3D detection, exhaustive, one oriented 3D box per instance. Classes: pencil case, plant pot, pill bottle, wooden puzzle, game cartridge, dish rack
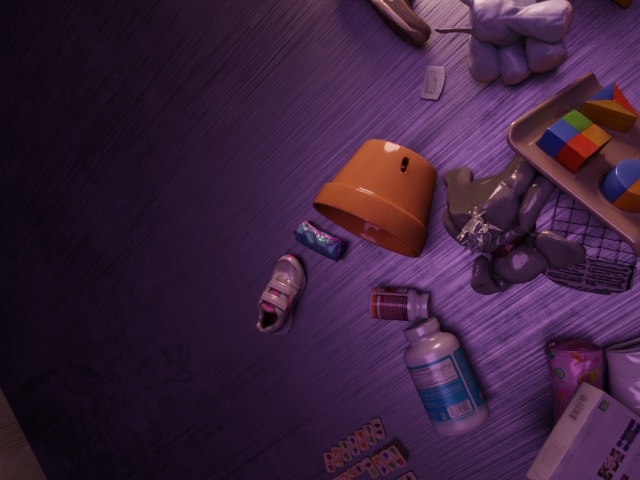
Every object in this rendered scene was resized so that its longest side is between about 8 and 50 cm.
[{"bbox_3d":[0.582,0.370,1.018,0.124,0.124,0.284,-4,92,23],"label":"pencil case"},{"bbox_3d":[0.152,-0.111,1.104,0.290,0.291,0.204,24,85,20],"label":"plant pot"},{"bbox_3d":[0.301,0.331,1.117,0.146,0.146,0.264,-25,82,21],"label":"pill bottle"},{"bbox_3d":[0.599,-0.182,0.897,0.322,0.080,0.348,-33,72,-22],"label":"wooden puzzle"},{"bbox_3d":[0.291,-0.405,1.159,0.055,0.017,0.083,15,98,25],"label":"game cartridge"},{"bbox_3d":[0.620,-0.016,1.009,0.208,0.074,0.272,12,97,22],"label":"dish rack"},{"bbox_3d":[0.208,0.168,1.180,0.151,0.086,0.086,1,93,23],"label":"pill bottle"},{"bbox_3d":[0.000,0.000,1.271,0.151,0.064,0.070,27,127,19],"label":"pencil case"}]

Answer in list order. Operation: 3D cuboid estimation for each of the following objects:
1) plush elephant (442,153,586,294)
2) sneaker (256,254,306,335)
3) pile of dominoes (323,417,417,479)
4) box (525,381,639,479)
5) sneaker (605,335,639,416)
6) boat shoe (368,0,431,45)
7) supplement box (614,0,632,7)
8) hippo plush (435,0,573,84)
[{"bbox_3d":[0.420,-0.021,0.998,0.271,0.330,0.255,-22,118,43],"label":"plush elephant"},{"bbox_3d":[-0.119,0.166,1.302,0.102,0.111,0.253,14,98,21],"label":"sneaker"},{"bbox_3d":[0.126,0.642,1.261,0.251,0.040,0.196,-41,77,18],"label":"pile of dominoes"},{"bbox_3d":[0.611,0.471,0.933,0.322,0.058,0.232,34,88,-13],"label":"box"},{"bbox_3d":[0.769,0.276,0.942,0.292,0.108,0.169,-10,92,24],"label":"sneaker"},{"bbox_3d":[0.170,-0.652,1.136,0.130,0.132,0.355,-41,78,19],"label":"boat shoe"},{"bbox_3d":[0.596,-0.639,0.837,0.194,0.356,0.195,40,106,16],"label":"supplement box"},{"bbox_3d":[0.429,-0.521,1.026,0.294,0.234,0.237,18,69,6],"label":"hippo plush"}]
